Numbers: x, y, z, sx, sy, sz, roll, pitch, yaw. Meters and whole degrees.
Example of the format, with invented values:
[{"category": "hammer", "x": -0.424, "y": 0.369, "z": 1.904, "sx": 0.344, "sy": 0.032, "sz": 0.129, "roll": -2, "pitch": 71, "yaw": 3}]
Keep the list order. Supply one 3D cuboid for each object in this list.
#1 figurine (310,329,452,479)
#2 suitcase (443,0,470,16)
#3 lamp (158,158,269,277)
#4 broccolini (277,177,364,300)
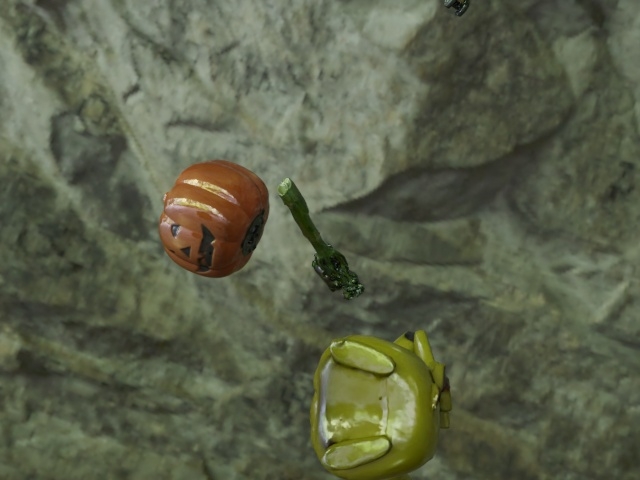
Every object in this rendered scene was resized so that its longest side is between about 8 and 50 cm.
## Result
[{"category": "figurine", "x": 0.073, "y": 0.199, "z": 1.230, "sx": 0.169, "sy": 0.218, "sz": 0.327, "roll": 8, "pitch": -12, "yaw": 0}, {"category": "suitcase", "x": 0.188, "y": -0.466, "z": 1.305, "sx": 0.202, "sy": 0.312, "sz": 0.128, "roll": 31, "pitch": -21, "yaw": -18}, {"category": "lamp", "x": -0.174, "y": -0.039, "z": 1.608, "sx": 0.164, "sy": 0.187, "sz": 0.187, "roll": 24, "pitch": -15, "yaw": 11}, {"category": "broccolini", "x": 0.001, "y": -0.007, "z": 1.279, "sx": 0.071, "sy": 0.057, "sz": 0.254, "roll": -3, "pitch": -34, "yaw": 14}]
